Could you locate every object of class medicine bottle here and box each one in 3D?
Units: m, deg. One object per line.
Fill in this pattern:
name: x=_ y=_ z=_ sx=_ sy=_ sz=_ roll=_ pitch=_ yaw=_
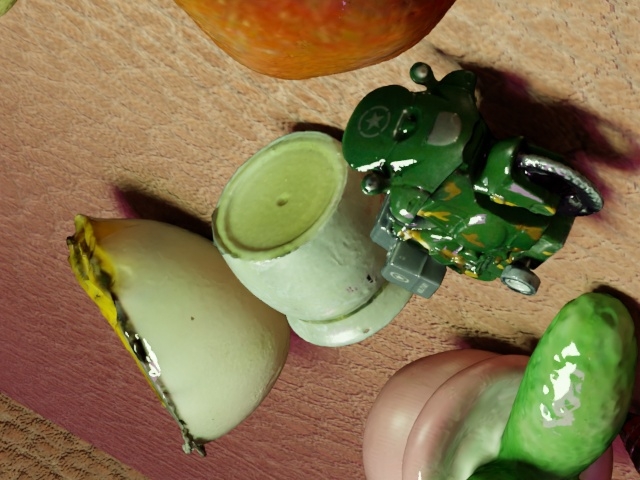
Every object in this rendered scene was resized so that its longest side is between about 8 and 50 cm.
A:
medicine bottle: x=0.000 y=0.000 z=1.629 sx=0.147 sy=0.147 sz=0.143 roll=16 pitch=157 yaw=45

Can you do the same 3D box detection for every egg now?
egg: x=-0.144 y=0.075 z=2.059 sx=0.286 sy=0.174 sz=0.264 roll=53 pitch=170 yaw=27

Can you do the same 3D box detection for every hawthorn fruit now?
hawthorn fruit: x=-0.001 y=-0.184 z=1.077 sx=0.211 sy=0.211 sz=0.299 roll=31 pitch=165 yaw=10

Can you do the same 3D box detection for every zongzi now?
zongzi: x=0.318 y=0.190 z=1.730 sx=0.067 sy=0.073 sz=0.083 roll=55 pitch=-168 yaw=-48

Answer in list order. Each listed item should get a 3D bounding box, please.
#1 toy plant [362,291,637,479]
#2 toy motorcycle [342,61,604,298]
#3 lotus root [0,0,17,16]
toy plant: x=0.176 y=0.187 z=1.708 sx=0.356 sy=0.211 sz=0.317 roll=-161 pitch=61 yaw=-72
toy motorcycle: x=0.097 y=-0.035 z=1.420 sx=0.187 sy=0.124 sz=0.274 roll=25 pitch=162 yaw=-2
lotus root: x=-0.359 y=-0.240 z=1.733 sx=0.258 sy=0.097 sz=0.110 roll=4 pitch=142 yaw=51
